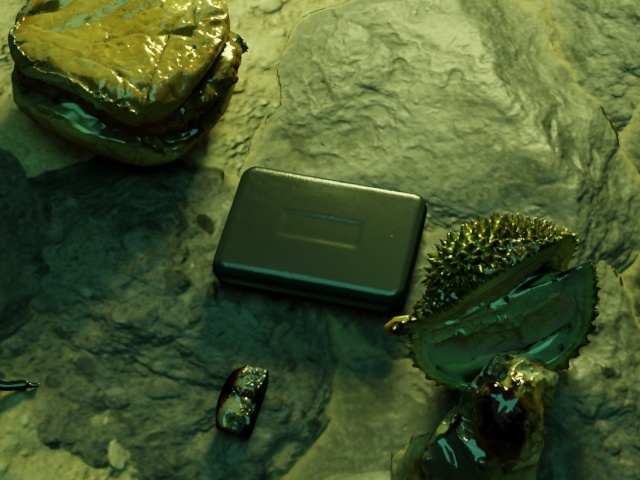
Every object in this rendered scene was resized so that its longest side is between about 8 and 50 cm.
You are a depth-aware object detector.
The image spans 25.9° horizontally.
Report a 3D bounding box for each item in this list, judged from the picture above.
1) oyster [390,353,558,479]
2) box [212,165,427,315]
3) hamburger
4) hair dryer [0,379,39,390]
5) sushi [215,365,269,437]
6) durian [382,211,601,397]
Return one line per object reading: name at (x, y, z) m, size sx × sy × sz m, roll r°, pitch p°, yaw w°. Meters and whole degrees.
oyster at (0.162, 0.219, 1.432) m, size 0.161 × 0.107 × 0.232 m, roll 35°, pitch 92°, yaw 16°
box at (0.000, 0.000, 1.633) m, size 0.230 × 0.050 × 0.160 m, roll 10°, pitch 59°, yaw 10°
hamburger at (-0.242, -0.223, 1.741) m, size 0.283 × 0.144 × 0.259 m, roll 29°, pitch 60°, yaw 25°
hair dryer at (-0.361, 0.154, 1.587) m, size 0.083 × 0.031 × 0.079 m, roll 6°, pitch 49°, yaw -8°
sushi at (-0.090, 0.175, 1.535) m, size 0.046 × 0.044 × 0.083 m, roll 13°, pitch 58°, yaw 11°
durian at (0.175, 0.066, 1.521) m, size 0.237 × 0.193 × 0.138 m, roll -6°, pitch 18°, yaw -12°
